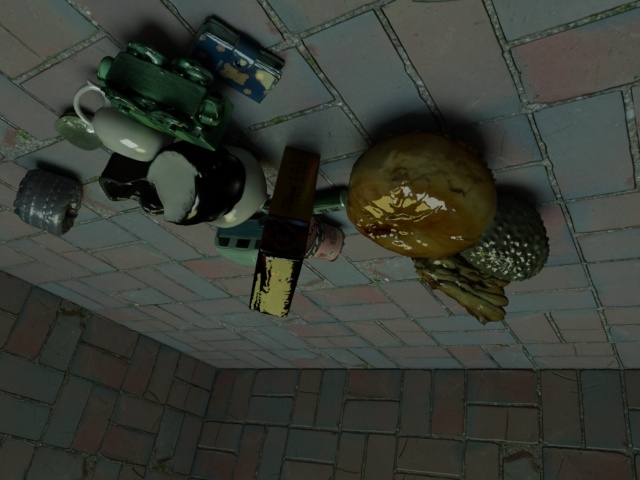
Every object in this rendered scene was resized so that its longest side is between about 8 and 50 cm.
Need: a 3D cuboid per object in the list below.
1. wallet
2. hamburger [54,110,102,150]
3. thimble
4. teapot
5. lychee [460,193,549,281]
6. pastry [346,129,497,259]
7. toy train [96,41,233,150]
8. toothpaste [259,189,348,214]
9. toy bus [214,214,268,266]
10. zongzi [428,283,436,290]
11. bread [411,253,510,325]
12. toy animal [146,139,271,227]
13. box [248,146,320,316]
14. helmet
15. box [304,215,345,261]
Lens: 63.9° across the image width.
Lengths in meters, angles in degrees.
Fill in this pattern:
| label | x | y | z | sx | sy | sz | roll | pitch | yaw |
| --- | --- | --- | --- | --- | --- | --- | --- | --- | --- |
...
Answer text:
| label | x | y | z | sx | sy | sz | roll | pitch | yaw |
| --- | --- | --- | --- | --- | --- | --- | --- | --- | --- |
| wallet | -0.196 | -0.406 | 1.175 | 0.202 | 0.059 | 0.141 | 25 | 147 | -25 |
| hamburger | -0.695 | -0.323 | 1.499 | 0.133 | 0.062 | 0.140 | -4 | 147 | 17 |
| thimble | -0.948 | -0.137 | 1.797 | 0.172 | 0.205 | 0.236 | 22 | 175 | -11 |
| teapot | -0.505 | -0.303 | 1.367 | 0.298 | 0.139 | 0.204 | 19 | -163 | -34 |
| lychee | 0.522 | -0.004 | 1.486 | 0.256 | 0.274 | 0.255 | -20 | 156 | -9 |
| pastry | 0.262 | -0.118 | 1.342 | 0.410 | 0.244 | 0.409 | 19 | 152 | 10 |
| toy train | -0.352 | -0.333 | 1.197 | 0.299 | 0.166 | 0.238 | 23 | 177 | 6 |
| toothpaste | -0.038 | -0.113 | 1.662 | 0.393 | 0.061 | 0.099 | -7 | 152 | 35 |
| toy bus | -0.251 | 0.007 | 1.832 | 0.272 | 0.164 | 0.133 | 4 | 153 | 31 |
| zongzi | 0.482 | 0.135 | 1.961 | 0.154 | 0.062 | 0.130 | -7 | 136 | 18 |
| bread | 0.452 | 0.097 | 1.704 | 0.370 | 0.191 | 0.314 | 34 | -173 | -18 |
| toy animal | -0.285 | -0.156 | 1.422 | 0.251 | 0.250 | 0.310 | -13 | -179 | 37 |
| box | -0.095 | -0.029 | 1.414 | 0.116 | 0.415 | 0.264 | 13 | 138 | -5 |
| helmet | -0.500 | -0.189 | 1.560 | 0.306 | 0.177 | 0.225 | 19 | 157 | -30 |
| box | 0.000 | 0.000 | 1.780 | 0.135 | 0.151 | 0.151 | 17 | 153 | -31 |
